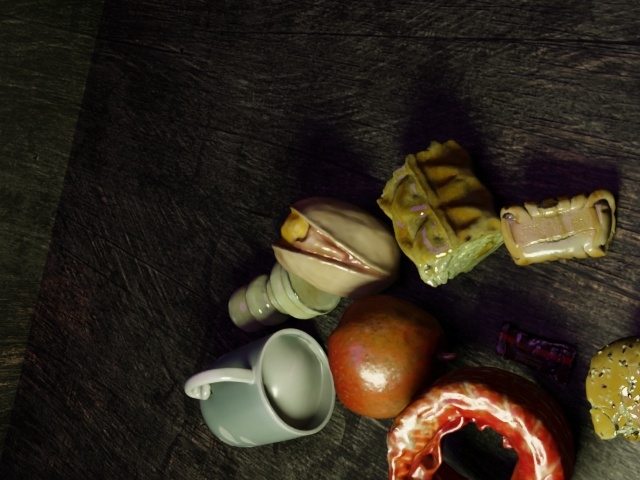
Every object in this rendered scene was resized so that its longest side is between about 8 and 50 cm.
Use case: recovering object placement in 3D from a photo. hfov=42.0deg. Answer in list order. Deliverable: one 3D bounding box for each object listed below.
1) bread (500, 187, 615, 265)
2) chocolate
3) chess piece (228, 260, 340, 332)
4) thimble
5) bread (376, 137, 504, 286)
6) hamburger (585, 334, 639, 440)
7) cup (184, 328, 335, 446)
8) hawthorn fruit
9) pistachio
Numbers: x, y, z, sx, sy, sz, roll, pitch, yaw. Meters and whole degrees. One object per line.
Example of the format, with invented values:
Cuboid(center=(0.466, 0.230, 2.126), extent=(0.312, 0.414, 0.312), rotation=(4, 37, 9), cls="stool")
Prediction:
Cuboid(center=(0.475, -0.026, 1.662), extent=(0.225, 0.081, 0.134), rotation=(-8, 90, 20), cls="bread")
Cuboid(center=(0.440, 0.230, 1.725), extent=(0.182, 0.028, 0.086), rotation=(23, 103, 40), cls="chocolate")
Cuboid(center=(-0.117, 0.148, 2.163), extent=(0.330, 0.182, 0.183), rotation=(-27, 67, 43), cls="chess piece")
Cuboid(center=(0.311, 0.412, 1.619), extent=(0.350, 0.230, 0.351), rotation=(2, 95, 21), cls="thimble")
Cuboid(center=(0.263, -0.057, 1.811), extent=(0.238, 0.196, 0.252), rotation=(-49, 58, 29), cls="bread")
Cuboid(center=(0.610, 0.255, 1.469), extent=(0.288, 0.167, 0.193), rotation=(-24, 71, 39), cls="hamburger")
Cuboid(center=(-0.181, 0.372, 2.064), extent=(0.274, 0.356, 0.260), rotation=(-27, 58, 40), cls="cup")
Cuboid(center=(0.170, 0.256, 1.828), extent=(0.298, 0.277, 0.277), rotation=(-7, 80, 31), cls="hawthorn fruit")
Cuboid(center=(0.046, 0.021, 1.960), extent=(0.230, 0.308, 0.230), rotation=(-54, 21, 32), cls="pistachio")
